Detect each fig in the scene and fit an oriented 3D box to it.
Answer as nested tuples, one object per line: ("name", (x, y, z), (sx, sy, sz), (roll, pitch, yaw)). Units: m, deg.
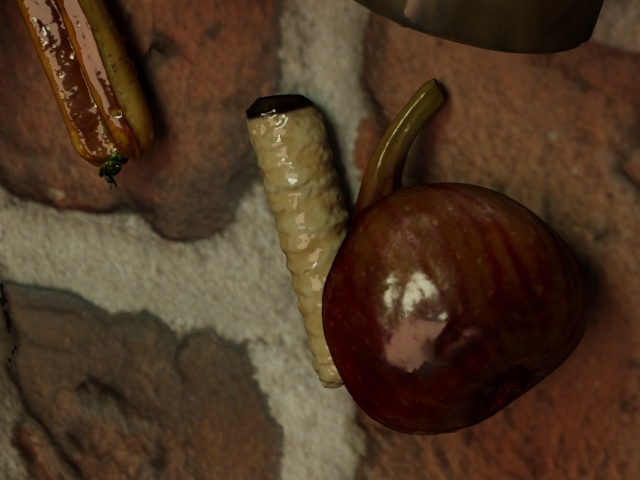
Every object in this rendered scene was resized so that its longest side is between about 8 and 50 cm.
("fig", (0.069, 0.022, 1.246), (0.207, 0.175, 0.175), (54, 126, 21))

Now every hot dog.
("hot dog", (-0.171, -0.133, 1.378), (0.072, 0.055, 0.188), (-14, 101, 36))

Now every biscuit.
("biscuit", (0.000, 0.000, 1.330), (0.055, 0.061, 0.219), (-153, 48, -73))

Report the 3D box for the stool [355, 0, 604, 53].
("stool", (0.115, -0.263, 1.090), (0.179, 0.179, 0.264), (27, 120, 19))
